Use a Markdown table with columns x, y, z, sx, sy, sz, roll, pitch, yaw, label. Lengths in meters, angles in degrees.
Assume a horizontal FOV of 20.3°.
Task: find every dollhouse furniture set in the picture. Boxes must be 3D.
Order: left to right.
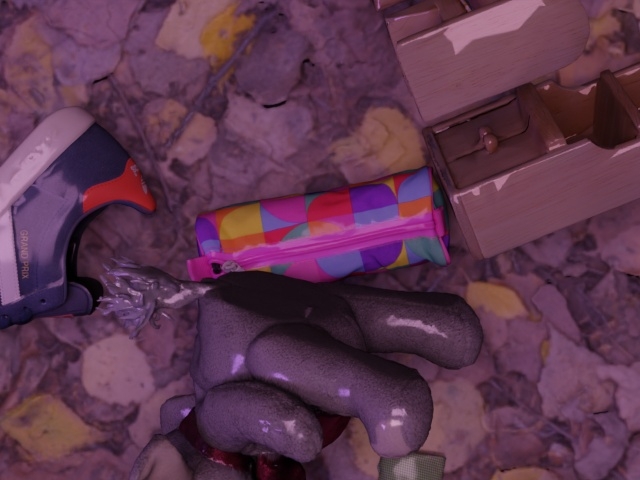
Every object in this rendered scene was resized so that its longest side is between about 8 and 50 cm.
| x | y | z | sx | sy | sz | roll | pitch | yaw | label |
| --- | --- | --- | --- | --- | --- | --- | --- | --- | --- |
| 0.121 | 0.236 | 1.623 | 0.151 | 0.058 | 0.076 | 9 | 89 | 3 | dollhouse furniture set |
| 0.171 | -0.221 | 1.495 | 0.256 | 0.362 | 0.394 | -21 | 116 | 3 | dollhouse furniture set |

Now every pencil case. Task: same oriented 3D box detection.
| x | y | z | sx | sy | sz | roll | pitch | yaw | label |
| --- | --- | --- | --- | --- | --- | --- | --- | --- | --- |
| 0.000 | 0.000 | 1.616 | 0.236 | 0.104 | 0.104 | -14 | 88 | 2 | pencil case |

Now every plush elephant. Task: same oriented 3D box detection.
| x | y | z | sx | sy | sz | roll | pitch | yaw | label |
| --- | --- | --- | --- | --- | --- | --- | --- | --- | --- |
| -0.050 | 0.171 | 1.524 | 0.330 | 0.272 | 0.255 | 12 | 108 | 5 | plush elephant |

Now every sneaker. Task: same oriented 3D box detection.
| x | y | z | sx | sy | sz | roll | pitch | yaw | label |
| --- | --- | --- | --- | --- | --- | --- | --- | --- | --- |
| -0.290 | 0.048 | 1.617 | 0.148 | 0.131 | 0.350 | 43 | 95 | -4 | sneaker |
